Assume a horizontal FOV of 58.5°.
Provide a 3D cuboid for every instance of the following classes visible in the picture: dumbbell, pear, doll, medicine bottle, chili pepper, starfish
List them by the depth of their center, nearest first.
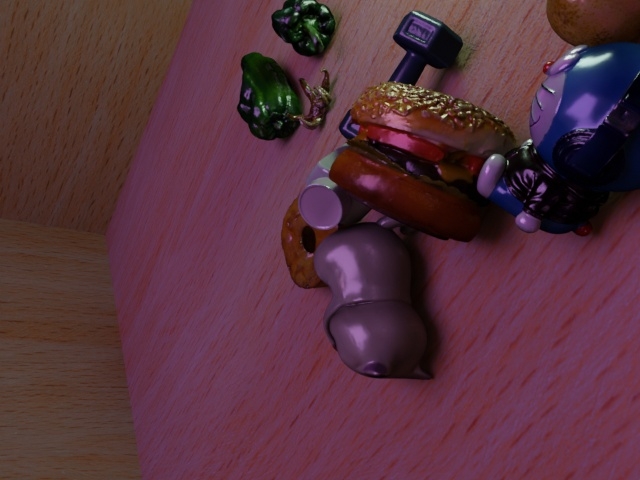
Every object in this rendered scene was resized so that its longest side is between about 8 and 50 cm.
[{"bbox_3d":[0.418,-0.159,0.878,0.240,0.284,0.309,35,133,12],"label":"doll"},{"bbox_3d":[0.458,-0.400,0.938,0.178,0.178,0.177,-21,64,52],"label":"pear"},{"bbox_3d":[0.111,0.126,1.255,0.226,0.215,0.370,-17,64,35],"label":"doll"},{"bbox_3d":[0.177,-0.345,1.295,0.324,0.160,0.144,-59,38,11],"label":"dumbbell"},{"bbox_3d":[0.061,-0.126,1.320,0.161,0.296,0.111,40,124,3],"label":"medicine bottle"},{"bbox_3d":[-0.023,-0.433,1.730,0.146,0.074,0.189,51,122,47],"label":"starfish"},{"bbox_3d":[-0.038,-0.652,1.745,0.165,0.174,0.261,-47,38,1],"label":"chili pepper"},{"bbox_3d":[-0.201,-0.488,1.926,0.213,0.168,0.384,-54,40,29],"label":"chili pepper"}]

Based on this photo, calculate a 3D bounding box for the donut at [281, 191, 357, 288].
[{"bbox_3d":[0.000,0.002,1.540,0.278,0.109,0.277,-20,65,52],"label":"donut"}]

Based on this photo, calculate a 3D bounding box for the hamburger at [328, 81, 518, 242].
[{"bbox_3d":[0.195,-0.160,1.108,0.330,0.330,0.250,38,106,53],"label":"hamburger"}]
